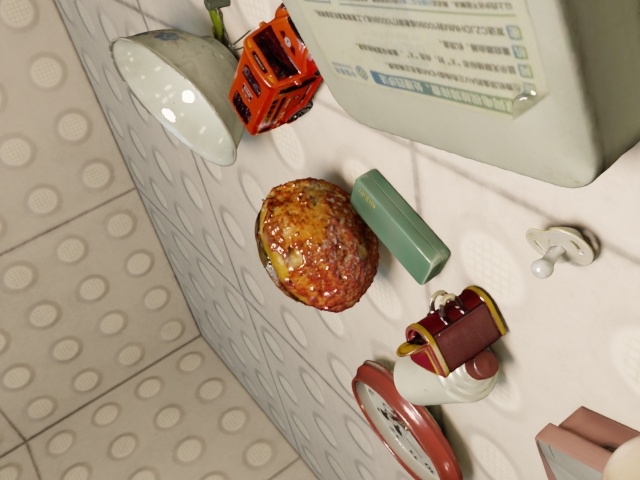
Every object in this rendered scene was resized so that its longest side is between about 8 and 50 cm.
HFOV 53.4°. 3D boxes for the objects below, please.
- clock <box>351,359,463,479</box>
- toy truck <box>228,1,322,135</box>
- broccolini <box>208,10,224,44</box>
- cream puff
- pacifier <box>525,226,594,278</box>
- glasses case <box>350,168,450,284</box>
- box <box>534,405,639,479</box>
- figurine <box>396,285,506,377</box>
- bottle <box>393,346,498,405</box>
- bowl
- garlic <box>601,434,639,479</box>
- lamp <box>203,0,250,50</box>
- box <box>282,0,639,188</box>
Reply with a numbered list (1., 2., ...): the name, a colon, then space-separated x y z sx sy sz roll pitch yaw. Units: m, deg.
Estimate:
1. clock: 0.183 0.385 1.328 0.318 0.080 0.318 48 161 22
2. toy truck: -0.064 -0.256 0.968 0.107 0.114 0.253 59 160 3
3. broccolini: -0.236 -0.468 1.172 0.123 0.062 0.271 54 164 44
4. cream puff: 0.000 -0.001 1.059 0.164 0.240 0.240 -36 84 38
5. pacifier: 0.255 0.018 0.693 0.068 0.064 0.083 47 163 -17
6. glasses case: 0.118 -0.021 0.978 0.184 0.039 0.077 51 158 21
7. box: 0.394 0.337 0.776 0.215 0.086 0.215 17 134 61
8. figurine: 0.172 0.120 0.888 0.082 0.154 0.098 24 136 58
9. bottle: 0.203 0.205 1.003 0.104 0.104 0.245 57 159 5
10. bowl: -0.235 -0.302 1.217 0.313 0.146 0.313 36 164 13
11. garlic: 0.368 0.244 0.509 0.279 0.132 0.325 38 137 -6
12. lamp: -0.164 -0.384 1.105 0.121 0.054 0.041 53 159 16
13. box: 0.082 -0.249 0.581 0.396 0.111 0.396 33 160 50
